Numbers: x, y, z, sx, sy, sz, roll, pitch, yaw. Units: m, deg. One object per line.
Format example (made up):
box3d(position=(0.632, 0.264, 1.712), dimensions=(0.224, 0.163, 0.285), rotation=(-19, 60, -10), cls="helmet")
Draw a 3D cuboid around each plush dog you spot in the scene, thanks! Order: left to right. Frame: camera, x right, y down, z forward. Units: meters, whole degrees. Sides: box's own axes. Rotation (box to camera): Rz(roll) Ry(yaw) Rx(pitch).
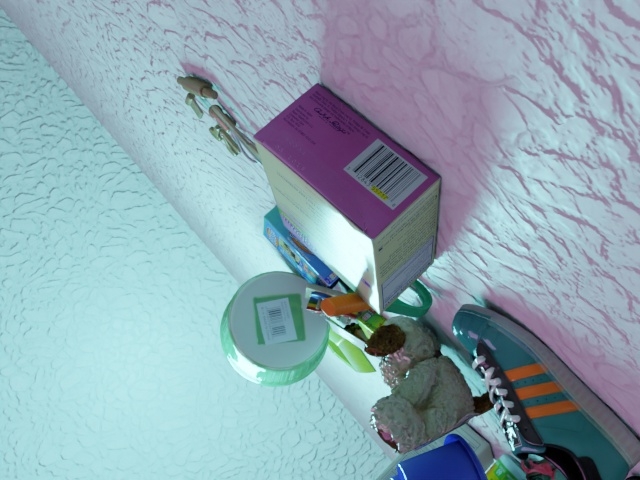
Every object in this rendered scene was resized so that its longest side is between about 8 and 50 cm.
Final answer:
box3d(position=(0.178, 0.237, 1.240), dimensions=(0.225, 0.210, 0.262), rotation=(62, -170, 20), cls="plush dog")

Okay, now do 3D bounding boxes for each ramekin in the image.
box3d(position=(-0.116, 0.228, 1.849), dimensions=(0.303, 0.303, 0.148), rotation=(46, 160, 9), cls="ramekin")

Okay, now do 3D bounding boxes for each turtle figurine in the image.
box3d(position=(0.400, 0.434, 1.185), dimensions=(0.175, 0.118, 0.234), rotation=(4, 159, 6), cls="turtle figurine")

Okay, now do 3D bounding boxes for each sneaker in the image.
box3d(position=(0.276, 0.217, 0.926), dimensions=(0.302, 0.121, 0.108), rotation=(44, 166, 18), cls="sneaker")

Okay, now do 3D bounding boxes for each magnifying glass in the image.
box3d(position=(0.087, 0.088, 1.043), dimensions=(0.231, 0.026, 0.092), rotation=(-3, -139, -48), cls="magnifying glass")

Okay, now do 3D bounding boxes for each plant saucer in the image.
box3d(position=(0.059, 0.308, 2.044), dimensions=(0.188, 0.045, 0.188), rotation=(30, 158, 54), cls="plant saucer")

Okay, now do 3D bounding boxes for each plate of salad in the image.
box3d(position=(0.100, 0.234, 1.661), dimensions=(0.199, 0.048, 0.200), rotation=(31, 174, 4), cls="plate of salad")

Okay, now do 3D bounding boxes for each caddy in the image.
box3d(position=(0.251, 0.517, 1.213), dimensions=(0.241, 0.179, 0.341), rotation=(92, 164, -59), cls="caddy")

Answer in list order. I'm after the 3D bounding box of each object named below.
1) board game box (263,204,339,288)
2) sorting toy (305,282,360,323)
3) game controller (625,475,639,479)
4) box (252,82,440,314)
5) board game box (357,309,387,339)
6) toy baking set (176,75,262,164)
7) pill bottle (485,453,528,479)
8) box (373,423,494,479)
box3d(position=(-0.043, 0.027, 1.561), dimensions=(0.210, 0.047, 0.160), rotation=(46, 167, 6), cls="board game box")
box3d(position=(0.026, 0.148, 1.554), dimensions=(0.132, 0.046, 0.274), rotation=(16, 166, 2), cls="sorting toy")
box3d(position=(0.476, 0.446, 0.866), dimensions=(0.067, 0.167, 0.319), rotation=(6, -163, -22), cls="game controller")
box3d(position=(0.042, -0.048, 0.930), dimensions=(0.213, 0.117, 0.243), rotation=(42, 165, 24), cls="box")
box3d(position=(0.163, 0.226, 1.482), dimensions=(0.181, 0.043, 0.092), rotation=(35, 162, 43), cls="board game box")
box3d(position=(-0.186, -0.231, 1.336), dimensions=(0.256, 0.030, 0.197), rotation=(30, 161, 54), cls="toy baking set")
box3d(position=(0.342, 0.562, 1.377), dimensions=(0.136, 0.246, 0.136), rotation=(40, -178, -2), cls="pill bottle")
box3d(position=(0.240, 0.551, 1.580), dimensions=(0.148, 0.311, 0.121), rotation=(38, 163, 39), cls="box")
